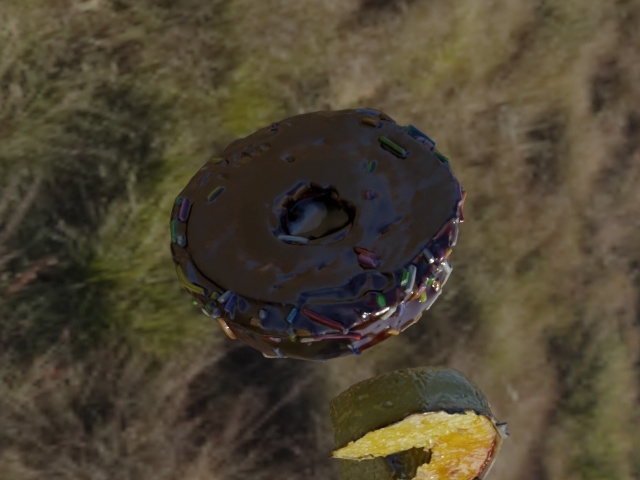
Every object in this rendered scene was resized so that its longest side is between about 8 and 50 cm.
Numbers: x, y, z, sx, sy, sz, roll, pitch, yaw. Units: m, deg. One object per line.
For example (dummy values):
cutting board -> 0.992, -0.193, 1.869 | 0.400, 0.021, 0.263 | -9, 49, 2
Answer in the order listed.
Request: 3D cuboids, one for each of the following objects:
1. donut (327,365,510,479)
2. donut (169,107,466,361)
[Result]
donut -> 0.077, 0.161, 1.218 | 0.181, 0.146, 0.078 | 76, -2, -54
donut -> 0.000, 0.000, 1.165 | 0.089, 0.235, 0.235 | 75, 27, -48
